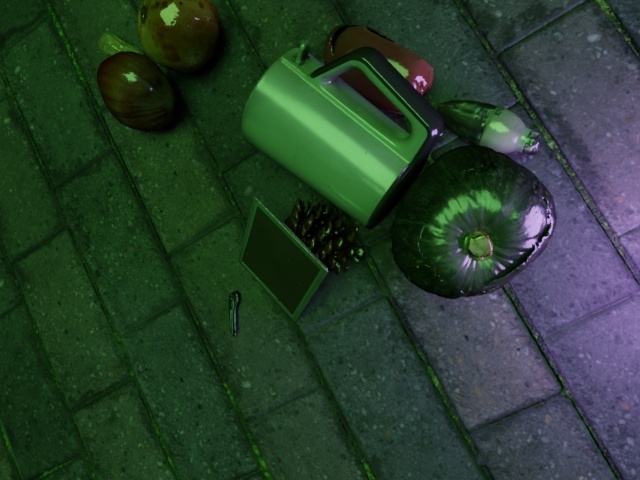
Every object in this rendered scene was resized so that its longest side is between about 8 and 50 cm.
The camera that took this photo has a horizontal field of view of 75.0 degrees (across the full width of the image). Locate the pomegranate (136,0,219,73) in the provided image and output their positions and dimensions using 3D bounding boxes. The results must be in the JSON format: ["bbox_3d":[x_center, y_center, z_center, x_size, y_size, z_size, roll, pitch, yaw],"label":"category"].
[{"bbox_3d":[-0.360,-0.549,1.090,0.215,0.215,0.216,-1,87,13],"label":"pomegranate"}]

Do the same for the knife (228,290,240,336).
[{"bbox_3d":[-0.230,0.196,1.117,0.031,0.018,0.121,-2,89,15],"label":"knife"}]

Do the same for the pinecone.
[{"bbox_3d":[-0.001,0.002,0.991,0.212,0.185,0.169,36,75,-5],"label":"pinecone"}]

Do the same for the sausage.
[{"bbox_3d":[0.128,-0.408,0.991,0.279,0.152,0.152,33,95,13],"label":"sausage"}]

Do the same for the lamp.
[{"bbox_3d":[0.378,-0.261,0.953,0.250,0.101,0.101,29,95,25],"label":"lamp"}]

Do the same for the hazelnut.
[{"bbox_3d":[-0.483,-0.403,1.123,0.210,0.210,0.186,-22,55,12],"label":"hazelnut"}]

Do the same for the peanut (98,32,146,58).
[{"bbox_3d":[-0.568,-0.541,1.197,0.174,0.080,0.080,30,95,14],"label":"peanut"}]

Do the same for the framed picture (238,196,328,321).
[{"bbox_3d":[-0.099,0.055,0.990,0.232,0.296,0.019,46,56,11],"label":"framed picture"}]

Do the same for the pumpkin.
[{"bbox_3d":[0.308,-0.027,0.879,0.291,0.257,0.328,32,105,-3],"label":"pumpkin"}]

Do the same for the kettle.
[{"bbox_3d":[0.054,-0.250,0.917,0.376,0.250,0.361,39,141,9],"label":"kettle"}]
